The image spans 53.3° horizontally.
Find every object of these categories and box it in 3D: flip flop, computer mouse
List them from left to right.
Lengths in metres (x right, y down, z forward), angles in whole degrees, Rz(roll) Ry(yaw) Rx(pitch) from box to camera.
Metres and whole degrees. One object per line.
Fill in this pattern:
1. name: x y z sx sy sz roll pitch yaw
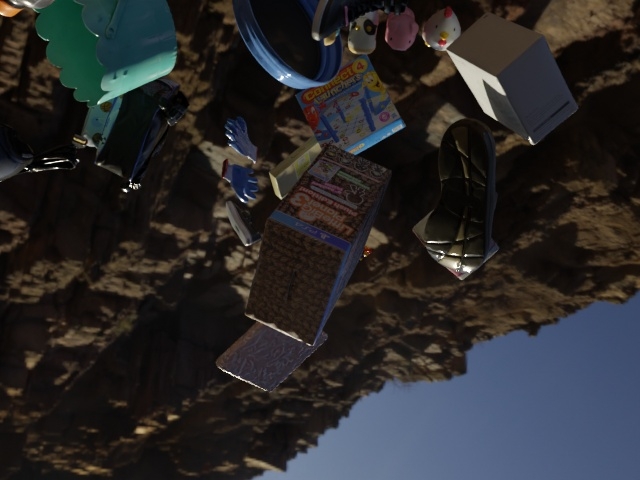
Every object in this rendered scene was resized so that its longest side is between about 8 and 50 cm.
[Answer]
1. computer mouse: -0.438 -0.122 0.951 0.262 0.183 0.060 162 -90 -73
2. flip flop: 0.230 -0.065 0.999 0.112 0.080 0.277 23 -49 33

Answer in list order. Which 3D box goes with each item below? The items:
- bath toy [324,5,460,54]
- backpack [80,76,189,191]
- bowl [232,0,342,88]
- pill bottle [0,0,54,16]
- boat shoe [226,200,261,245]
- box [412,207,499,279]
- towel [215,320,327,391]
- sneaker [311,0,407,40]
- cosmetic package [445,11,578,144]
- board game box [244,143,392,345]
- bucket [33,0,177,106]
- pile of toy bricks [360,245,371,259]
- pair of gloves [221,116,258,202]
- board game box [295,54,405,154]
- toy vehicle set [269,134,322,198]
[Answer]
1. bath toy: 0.184 -0.537 1.598 0.129 0.347 0.152 96 -2 -78
2. backpack: -0.459 -0.306 1.592 0.277 0.213 0.263 -53 -171 26
3. bowl: -0.090 -0.610 1.796 0.077 0.391 0.392 -20 -118 38
4. pill bottle: -0.440 -0.461 1.014 0.245 0.130 0.131 -28 -127 19
5. boat shoe: -0.288 -0.074 2.408 0.229 0.076 0.080 54 -28 40
6. box: 0.379 -0.004 1.770 0.148 0.232 0.127 -42 -121 11
7. towel: -0.172 0.394 2.350 0.332 0.317 0.053 -44 -135 6
8. sneaker: 0.108 -0.540 1.437 0.296 0.146 0.105 -52 163 -19
9. cosmetic package: 0.438 -0.376 1.474 0.138 0.225 0.224 -40 -144 6
10. board game box: 0.000 0.000 1.185 0.291 0.141 0.232 -57 168 -50
11. bucket: -0.430 -0.423 1.276 0.281 0.183 0.281 34 -40 34
12. pile of toy bricks: 0.033 0.006 1.831 0.118 0.212 0.105 -39 -127 43
13. pair of gloves: -0.189 -0.197 1.536 0.023 0.159 0.198 -5 -110 20
14. board game box: 0.105 -0.475 2.333 0.308 0.086 0.302 -29 -111 10
15. toy vehicle set: -0.076 -0.289 2.449 0.267 0.166 0.035 -41 -112 -15
